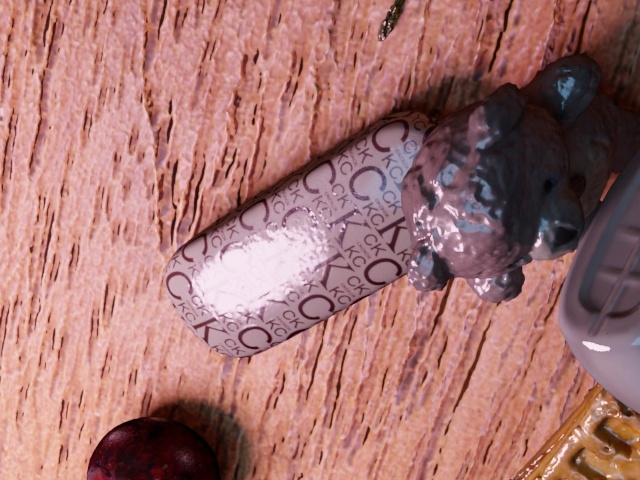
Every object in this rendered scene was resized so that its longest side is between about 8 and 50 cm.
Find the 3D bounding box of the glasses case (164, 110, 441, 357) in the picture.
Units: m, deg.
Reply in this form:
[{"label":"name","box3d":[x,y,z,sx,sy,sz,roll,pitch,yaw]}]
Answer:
[{"label":"glasses case","box3d":[0.000,0.000,1.787,0.354,0.085,0.137,-31,102,31]}]

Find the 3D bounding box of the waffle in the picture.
[{"label":"waffle","box3d":[0.355,0.281,1.796,0.327,0.098,0.224,35,121,0]}]

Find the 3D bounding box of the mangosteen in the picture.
[{"label":"mangosteen","box3d":[-0.180,0.262,1.957,0.152,0.152,0.152,9,119,16]}]

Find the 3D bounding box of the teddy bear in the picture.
[{"label":"teddy bear","box3d":[0.171,-0.055,1.587,0.151,0.267,0.236,26,110,14]}]

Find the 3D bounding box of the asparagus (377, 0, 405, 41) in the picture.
[{"label":"asparagus","box3d":[0.087,-0.245,1.670,0.016,0.013,0.166,38,123,12]}]

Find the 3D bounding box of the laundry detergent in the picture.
[{"label":"laundry detergent","box3d":[0.380,0.077,1.601,0.125,0.264,0.398,10,157,47]}]
